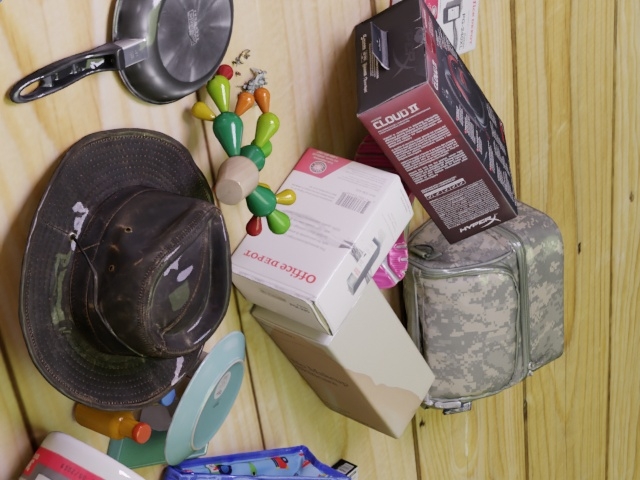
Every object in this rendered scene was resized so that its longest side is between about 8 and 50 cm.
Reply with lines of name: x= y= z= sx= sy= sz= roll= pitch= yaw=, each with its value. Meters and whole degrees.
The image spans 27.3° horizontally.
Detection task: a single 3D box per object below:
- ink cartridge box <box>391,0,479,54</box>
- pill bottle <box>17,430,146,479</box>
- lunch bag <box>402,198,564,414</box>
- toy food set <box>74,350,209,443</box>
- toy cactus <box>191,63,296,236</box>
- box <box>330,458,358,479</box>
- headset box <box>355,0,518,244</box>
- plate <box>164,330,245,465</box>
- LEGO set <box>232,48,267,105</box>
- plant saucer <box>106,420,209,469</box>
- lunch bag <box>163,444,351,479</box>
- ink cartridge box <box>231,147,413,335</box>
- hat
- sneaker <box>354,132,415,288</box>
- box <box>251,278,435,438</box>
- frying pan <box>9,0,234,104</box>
ink cartridge box: x=0.168 y=-0.322 z=1.930 sx=0.150 sy=0.063 sz=0.109 roll=-27 pitch=127 yaw=-46
pill bottle: x=-0.318 y=0.393 z=1.503 sx=0.318 sy=0.176 sz=0.176 roll=-59 pitch=145 yaw=-17
lunch bag: x=0.243 y=0.105 z=2.142 sx=0.256 sy=0.212 sz=0.305 roll=-24 pitch=126 yaw=-27
toy food set: x=-0.183 y=0.191 z=1.649 sx=0.232 sy=0.105 sz=0.111 roll=6 pitch=98 yaw=-53
toy cactus: x=-0.101 y=-0.093 z=1.598 sx=0.180 sy=0.112 sz=0.219 roll=-68 pitch=148 yaw=-66
box: x=-0.015 y=0.446 z=2.086 sx=0.207 sy=0.036 sz=0.114 roll=-31 pitch=130 yaw=-44
headset box: x=0.149 y=-0.175 z=1.797 sx=0.293 sy=0.110 sz=0.218 roll=51 pitch=25 yaw=-35
plate: x=-0.136 y=0.202 z=1.655 sx=0.188 sy=0.024 sz=0.188 roll=-56 pitch=164 yaw=-26
LEGO set: x=-0.085 y=-0.201 z=1.669 sx=0.054 sy=0.023 sz=0.083 roll=-60 pitch=145 yaw=-15
plant saucer: x=-0.208 y=0.266 z=1.739 sx=0.192 sy=0.018 sz=0.067 roll=1 pitch=106 yaw=-56
lunch bag: x=-0.128 y=0.415 z=1.844 sx=0.293 sy=0.138 sz=0.220 roll=4 pitch=101 yaw=-36
ink cartridge box: x=0.000 y=0.000 z=1.770 sx=0.218 sy=0.159 sz=0.092 roll=-54 pitch=144 yaw=-22
hat: x=-0.180 y=0.031 z=1.475 sx=0.331 sy=0.134 sz=0.331 roll=2 pitch=88 yaw=-49
sneaker: x=0.087 y=-0.051 z=1.934 sx=0.111 sy=0.103 sz=0.252 roll=111 pitch=-10 yaw=-82
box: x=0.040 y=0.153 z=1.920 sx=0.121 sy=0.148 sz=0.311 roll=-57 pitch=143 yaw=-18
frying pan: x=-0.199 y=-0.245 z=1.470 sx=0.326 sy=0.053 sz=0.197 roll=-9 pitch=113 yaw=-56
